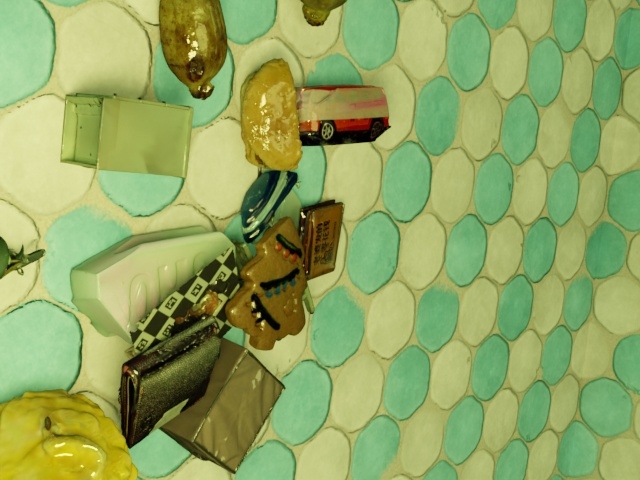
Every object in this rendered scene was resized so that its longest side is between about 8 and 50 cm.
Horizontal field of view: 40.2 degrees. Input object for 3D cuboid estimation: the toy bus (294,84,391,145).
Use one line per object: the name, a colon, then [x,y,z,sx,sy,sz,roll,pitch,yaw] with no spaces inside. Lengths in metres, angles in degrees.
toy bus: [0.033,-0.309,2.151,0.302,0.127,0.147,-8,99,-43]

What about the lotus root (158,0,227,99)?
lotus root: [-0.262,-0.420,1.821,0.145,0.128,0.260,-26,118,-50]

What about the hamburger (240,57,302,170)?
hamburger: [-0.119,-0.281,1.998,0.130,0.124,0.262,-18,110,-42]

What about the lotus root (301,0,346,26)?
lotus root: [0.012,-0.657,2.040,0.173,0.173,0.310,-16,116,-43]

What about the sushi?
sushi: [-0.285,0.163,1.813,0.290,0.050,0.264,-43,149,-30]

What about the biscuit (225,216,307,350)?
biscuit: [-0.101,0.094,1.933,0.278,0.043,0.302,9,91,-55]

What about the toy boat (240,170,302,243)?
toy boat: [-0.082,-0.035,2.136,0.221,0.067,0.291,-58,136,-21]

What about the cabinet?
cabinet: [-0.383,-0.211,1.729,0.206,0.145,0.150,2,98,-46]

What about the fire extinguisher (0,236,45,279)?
fire extinguisher: [-0.647,0.018,1.533,0.311,0.114,0.095,16,42,-47]

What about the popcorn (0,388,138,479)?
popcorn: [-0.499,0.467,1.652,0.349,0.349,0.382,-53,156,-24]

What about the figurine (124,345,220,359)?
figurine: [-0.326,0.250,1.926,0.195,0.111,0.102,-23,106,-32]

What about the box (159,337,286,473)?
box: [-0.224,0.376,2.010,0.252,0.153,0.188,-57,131,-19]

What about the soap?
soap: [-0.347,0.093,1.850,0.346,0.115,0.208,-11,106,-44]

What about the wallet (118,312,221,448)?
wallet: [-0.308,0.291,1.780,0.221,0.071,0.262,-35,151,-41]

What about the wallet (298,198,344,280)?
wallet: [0.002,0.001,2.209,0.161,0.042,0.196,-16,114,-56]

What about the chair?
chair: [-0.133,0.081,2.052,0.147,0.136,0.271,-37,122,-35]
